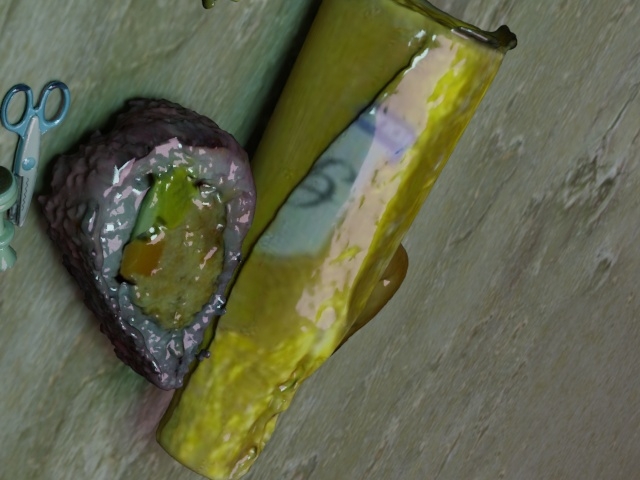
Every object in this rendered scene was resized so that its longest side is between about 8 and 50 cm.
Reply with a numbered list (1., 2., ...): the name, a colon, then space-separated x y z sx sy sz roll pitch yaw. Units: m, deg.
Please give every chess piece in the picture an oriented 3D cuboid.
1. chess piece: -0.244 -0.011 1.396 0.042 0.042 0.093 -31 147 -28

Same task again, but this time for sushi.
1. sushi: -0.121 -0.005 1.475 0.161 0.107 0.241 -39 136 -15

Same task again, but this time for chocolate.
1. chocolate: 0.000 0.000 1.545 0.162 0.162 0.445 12 107 -53

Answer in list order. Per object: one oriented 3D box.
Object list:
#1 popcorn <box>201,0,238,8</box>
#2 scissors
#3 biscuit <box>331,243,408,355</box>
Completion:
1. popcorn: -0.072 -0.259 1.258 0.218 0.169 0.189 27 93 -45
2. scissors: -0.219 -0.063 1.396 0.058 0.014 0.119 -8 124 -40
3. biscuit: -0.021 0.059 1.710 0.260 0.041 0.203 -20 133 -32
